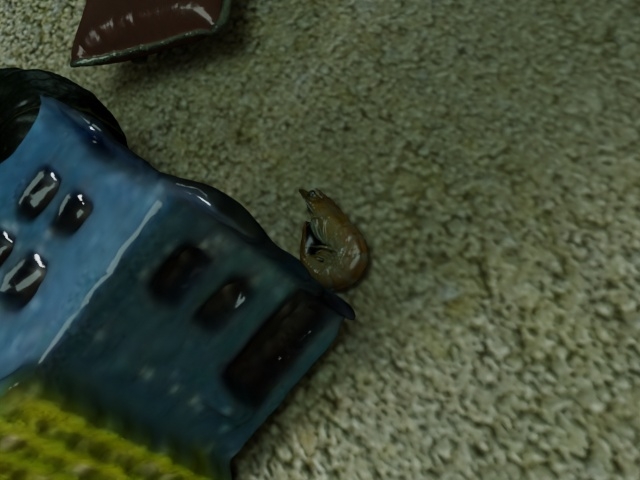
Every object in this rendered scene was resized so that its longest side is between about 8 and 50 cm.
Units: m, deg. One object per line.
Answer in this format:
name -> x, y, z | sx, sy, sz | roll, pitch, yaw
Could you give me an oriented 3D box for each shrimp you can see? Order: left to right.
shrimp -> 0.000, 0.000, 0.850 | 0.059, 0.023, 0.108 | -48, 47, 10

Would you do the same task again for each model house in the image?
model house -> -0.171, 0.082, 0.765 | 0.303, 0.237, 0.215 | -51, 49, -4

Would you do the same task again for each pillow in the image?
pillow -> -0.159, -0.248, 1.068 | 0.179, 0.075, 0.171 | -11, 51, 24

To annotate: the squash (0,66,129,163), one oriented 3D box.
squash -> -0.286, -0.033, 0.958 | 0.252, 0.165, 0.252 | -16, 55, 24
